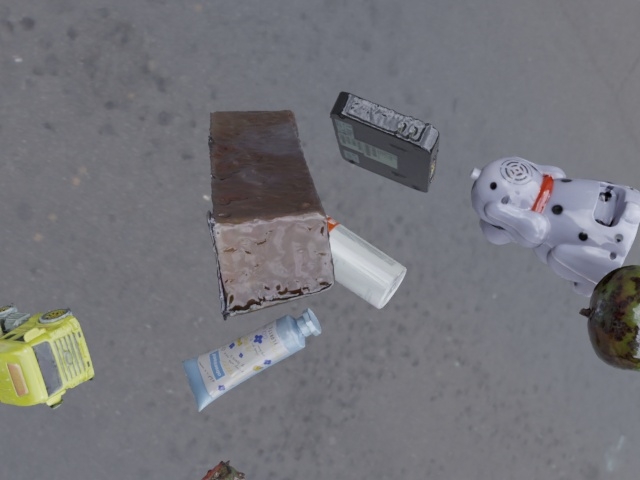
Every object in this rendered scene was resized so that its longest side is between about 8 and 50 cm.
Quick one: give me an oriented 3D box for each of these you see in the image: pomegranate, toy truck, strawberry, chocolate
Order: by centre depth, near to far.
[{"bbox_3d":[-0.058,-0.043,0.884,0.112,0.321,0.111,-7,117,-4],"label":"chocolate"},{"bbox_3d":[0.436,0.115,1.126,0.148,0.169,0.148,-54,169,-16],"label":"pomegranate"},{"bbox_3d":[-0.488,0.180,1.287,0.157,0.272,0.124,-36,120,-51],"label":"toy truck"},{"bbox_3d":[-0.244,0.564,1.743,0.111,0.236,0.190,49,25,-2],"label":"strawberry"}]

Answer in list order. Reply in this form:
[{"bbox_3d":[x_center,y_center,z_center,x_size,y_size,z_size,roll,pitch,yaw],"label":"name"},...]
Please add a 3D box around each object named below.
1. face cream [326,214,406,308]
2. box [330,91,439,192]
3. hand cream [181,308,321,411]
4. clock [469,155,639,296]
[{"bbox_3d":[0.000,0.000,1.656,0.102,0.346,0.102,-52,167,-17],"label":"face cream"},{"bbox_3d":[0.134,-0.191,1.719,0.058,0.211,0.350,-64,170,-7],"label":"box"},{"bbox_3d":[-0.079,0.130,0.973,0.171,0.065,0.043,-29,155,12],"label":"hand cream"},{"bbox_3d":[0.347,-0.043,1.328,0.189,0.254,0.188,22,90,-86],"label":"clock"}]
